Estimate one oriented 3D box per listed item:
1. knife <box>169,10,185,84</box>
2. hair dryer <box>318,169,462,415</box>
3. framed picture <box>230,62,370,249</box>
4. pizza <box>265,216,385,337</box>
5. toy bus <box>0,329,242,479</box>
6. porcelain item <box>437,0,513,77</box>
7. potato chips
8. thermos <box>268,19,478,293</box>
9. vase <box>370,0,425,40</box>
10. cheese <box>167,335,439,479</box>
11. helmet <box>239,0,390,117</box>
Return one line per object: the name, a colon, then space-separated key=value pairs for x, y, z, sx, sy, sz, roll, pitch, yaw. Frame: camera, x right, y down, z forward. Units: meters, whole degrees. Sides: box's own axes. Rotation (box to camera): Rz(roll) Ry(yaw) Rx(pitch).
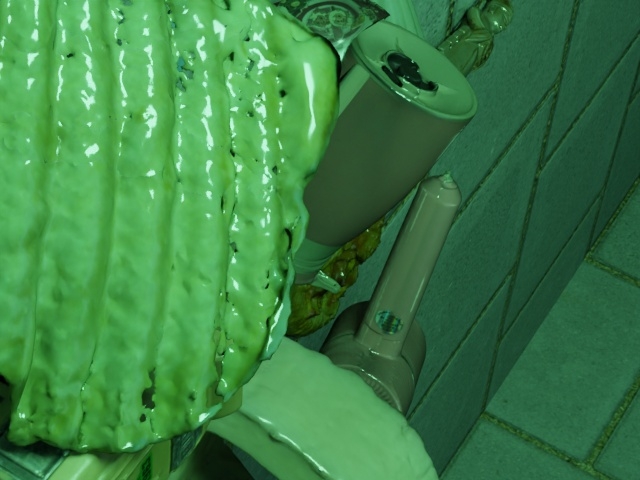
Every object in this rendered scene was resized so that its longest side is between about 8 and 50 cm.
knife: x=-0.098 y=-0.240 z=1.438 sx=0.044 sy=0.019 sz=0.313 roll=-29 pitch=144 yaw=-49
hair dryer: x=0.093 y=0.065 z=2.027 sx=0.210 sy=0.125 sz=0.352 roll=-60 pitch=173 yaw=-65
framed picture: x=-0.084 y=-0.019 z=1.571 sx=0.232 sy=0.024 sz=0.315 roll=-53 pitch=-172 yaw=-29
pizza: x=-0.015 y=0.030 z=1.989 sx=0.258 sy=0.087 sz=0.268 roll=-35 pitch=151 yaw=-52
toy bus: x=-0.227 y=0.167 z=1.351 sx=0.365 sy=0.202 sz=0.177 roll=-51 pitch=159 yaw=-35
porcelain item: x=0.189 y=-0.249 z=2.210 sx=0.213 sy=0.054 sz=0.084 roll=-48 pitch=159 yaw=-43
potato chips: x=-0.165 y=-0.051 z=1.204 sx=0.373 sy=0.097 sz=0.389 roll=27 pitch=79 yaw=-38
thermos: x=0.030 y=-0.074 z=1.726 sx=0.176 sy=0.146 sz=0.265 roll=-9 pitch=142 yaw=-50
vase: x=0.055 y=-0.187 z=1.797 sx=0.128 sy=0.128 sz=0.248 roll=-52 pitch=151 yaw=-32
cheese: x=-0.049 y=0.270 z=1.879 sx=0.292 sy=0.332 sz=0.153 roll=-42 pitch=180 yaw=41
helmet: x=-0.035 y=-0.168 z=1.551 sx=0.177 sy=0.107 sz=0.153 roll=-49 pitch=-177 yaw=3
